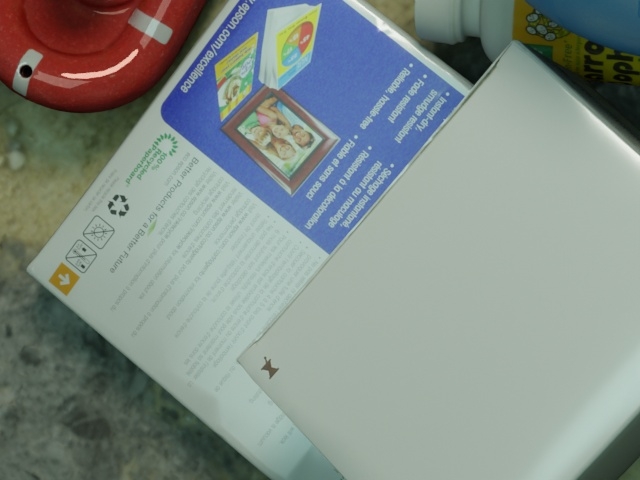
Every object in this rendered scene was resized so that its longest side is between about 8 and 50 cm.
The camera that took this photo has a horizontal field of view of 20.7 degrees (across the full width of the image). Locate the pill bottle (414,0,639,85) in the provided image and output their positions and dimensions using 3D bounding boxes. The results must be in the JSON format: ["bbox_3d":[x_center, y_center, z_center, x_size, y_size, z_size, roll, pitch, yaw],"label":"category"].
[{"bbox_3d":[0.172,-0.164,1.153,0.208,0.117,0.118,8,94,12],"label":"pill bottle"}]

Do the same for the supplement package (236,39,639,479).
[{"bbox_3d":[0.122,0.050,1.068,0.204,0.145,0.262,46,104,20],"label":"supplement package"}]

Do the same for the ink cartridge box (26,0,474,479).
[{"bbox_3d":[0.000,0.000,1.225,0.307,0.072,0.304,39,98,6],"label":"ink cartridge box"}]

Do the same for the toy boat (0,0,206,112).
[{"bbox_3d":[-0.155,-0.200,1.208,0.151,0.151,0.231,29,98,11],"label":"toy boat"}]

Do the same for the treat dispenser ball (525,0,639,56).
[{"bbox_3d":[0.205,-0.243,0.959,0.288,0.288,0.288,0,92,13],"label":"treat dispenser ball"}]
